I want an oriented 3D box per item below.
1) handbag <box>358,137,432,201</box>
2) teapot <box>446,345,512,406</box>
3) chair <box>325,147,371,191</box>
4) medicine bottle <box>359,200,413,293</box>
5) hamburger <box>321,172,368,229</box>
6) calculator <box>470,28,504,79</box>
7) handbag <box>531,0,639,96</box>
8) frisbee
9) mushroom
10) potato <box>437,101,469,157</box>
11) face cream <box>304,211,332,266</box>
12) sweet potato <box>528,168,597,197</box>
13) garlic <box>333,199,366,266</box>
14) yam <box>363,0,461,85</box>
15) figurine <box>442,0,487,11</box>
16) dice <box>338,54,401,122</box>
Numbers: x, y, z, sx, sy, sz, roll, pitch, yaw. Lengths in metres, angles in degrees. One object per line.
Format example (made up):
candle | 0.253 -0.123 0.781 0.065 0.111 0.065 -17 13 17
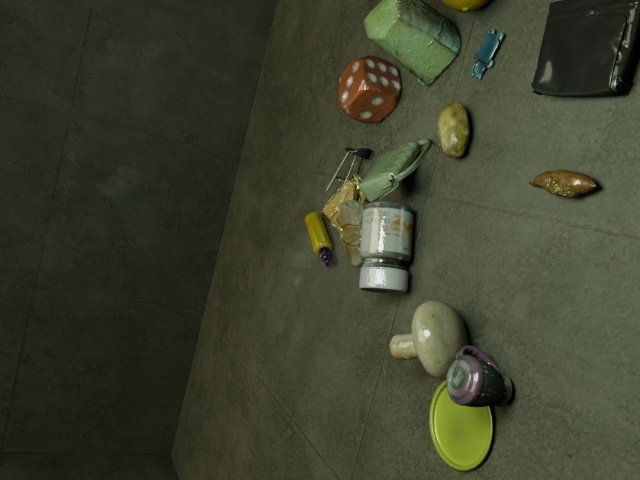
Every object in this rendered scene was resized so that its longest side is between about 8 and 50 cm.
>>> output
handbag | 0.249 -0.233 1.774 0.219 0.079 0.256 -23 22 41
teapot | 0.376 0.335 1.338 0.116 0.145 0.148 -65 21 13
chair | 0.104 -0.265 2.129 0.095 0.104 0.222 32 107 19
medicine bottle | 0.206 0.024 1.764 0.165 0.165 0.274 -16 67 60
hamburger | 0.125 -0.126 2.055 0.155 0.135 0.208 43 104 42
calculator | 0.478 -0.535 1.617 0.141 0.019 0.094 -67 29 25
handbag | 0.608 -0.437 1.272 0.247 0.080 0.223 26 110 60
frisbee | 0.361 0.469 1.450 0.236 0.017 0.236 -33 52 54
mushroom | 0.287 0.251 1.470 0.209 0.206 0.207 14 92 26
potato | 0.390 -0.319 1.634 0.107 0.079 0.171 -36 54 52
face cream | 0.000 0.000 2.266 0.078 0.078 0.273 -59 33 34
sweet potato | 0.546 -0.132 1.287 0.068 0.060 0.206 -43 17 -5
garlic | 0.146 -0.027 1.922 0.178 0.142 0.230 -163 67 -66
yam | 0.284 -0.657 1.773 0.202 0.271 0.202 -40 44 42
figurine | 0.444 -0.784 1.632 0.257 0.167 0.192 -61 18 -19
dice | 0.179 -0.545 2.032 0.179 0.174 0.174 -34 50 49
